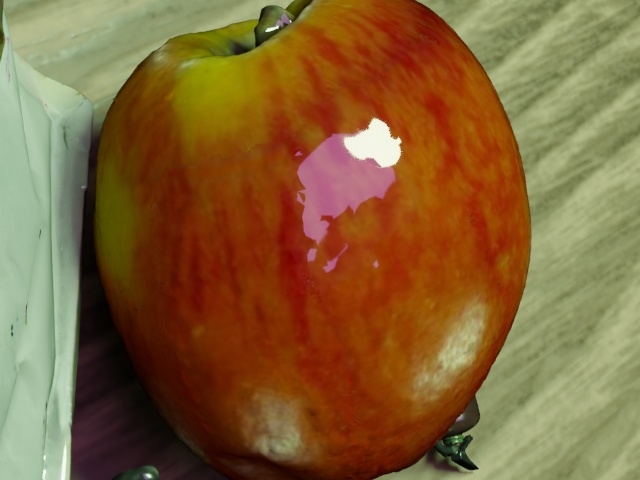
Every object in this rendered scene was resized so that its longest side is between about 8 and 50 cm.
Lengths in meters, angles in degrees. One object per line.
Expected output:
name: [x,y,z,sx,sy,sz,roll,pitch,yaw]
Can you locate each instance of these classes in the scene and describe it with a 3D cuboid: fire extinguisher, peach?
fire extinguisher: [0.072,0.079,0.820,0.078,0.045,0.157,3,72,-64]
peach: [0.000,0.000,0.700,0.281,0.238,0.281,-11,90,-69]

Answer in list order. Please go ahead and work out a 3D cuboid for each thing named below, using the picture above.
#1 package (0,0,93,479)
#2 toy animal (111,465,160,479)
package: [-0.212,0.002,0.553,0.221,0.165,0.311,4,57,-11]
toy animal: [-0.085,0.205,0.620,0.343,0.106,0.168,13,65,-9]
